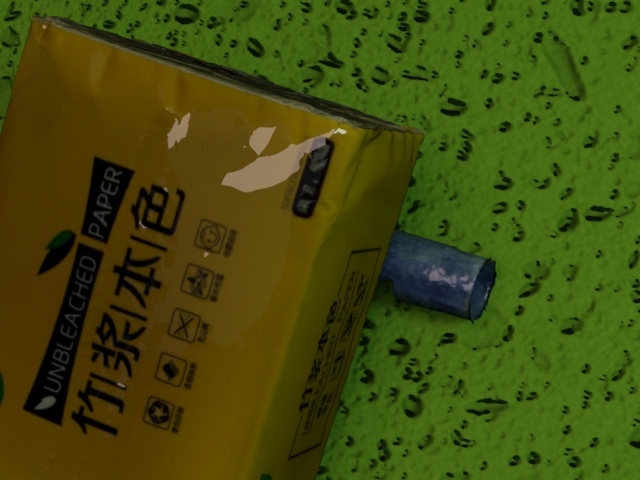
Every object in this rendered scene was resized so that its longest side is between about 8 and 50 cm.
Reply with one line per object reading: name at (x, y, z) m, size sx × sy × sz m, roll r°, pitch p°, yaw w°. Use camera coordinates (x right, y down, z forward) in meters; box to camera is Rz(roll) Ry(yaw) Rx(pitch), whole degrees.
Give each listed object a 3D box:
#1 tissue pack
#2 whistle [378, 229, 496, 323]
tissue pack at (-0.121, 0.046, 1.346) m, size 0.293 × 0.228 × 0.382 m, roll 20°, pitch 100°, yaw 18°
whistle at (0.000, 0.000, 1.452) m, size 0.304 × 0.062 × 0.062 m, roll 16°, pitch 81°, yaw 19°
